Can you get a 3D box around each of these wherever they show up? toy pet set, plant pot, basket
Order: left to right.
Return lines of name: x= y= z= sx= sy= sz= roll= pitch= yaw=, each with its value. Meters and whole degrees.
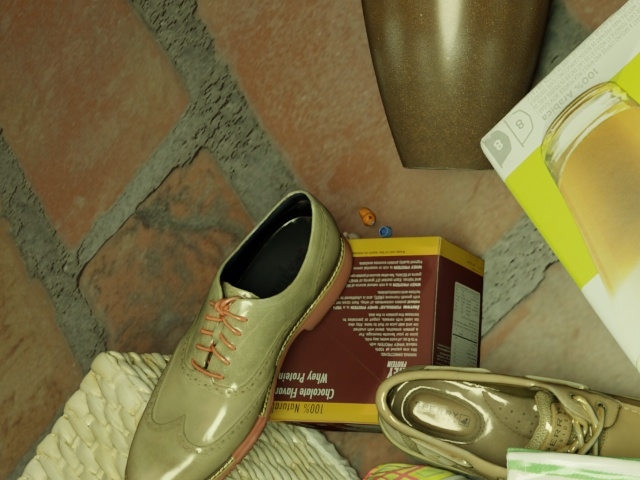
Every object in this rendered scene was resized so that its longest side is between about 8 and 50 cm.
basket: x=-0.153 y=0.331 z=1.444 sx=0.328 sy=0.266 sz=0.331 roll=-55 pitch=51 yaw=14
toy pet set: x=0.000 y=0.000 z=1.534 sx=0.114 sy=0.065 sz=0.122 roll=44 pitch=106 yaw=37
plant pot: x=0.142 y=-0.191 z=1.400 sx=0.215 sy=0.215 sz=0.231 roll=5 pitch=95 yaw=39

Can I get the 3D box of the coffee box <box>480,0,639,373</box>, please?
coffee box: x=0.408 y=-0.034 z=1.043 sx=0.337 sy=0.338 sz=0.334 roll=-44 pitch=56 yaw=22

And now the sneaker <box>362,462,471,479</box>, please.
sneaker: x=0.062 y=0.271 z=1.340 sx=0.094 sy=0.208 sz=0.082 roll=28 pitch=112 yaw=50

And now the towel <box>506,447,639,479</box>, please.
towel: x=0.263 y=0.342 z=1.085 sx=0.247 sy=0.038 sz=0.325 roll=2 pitch=90 yaw=17

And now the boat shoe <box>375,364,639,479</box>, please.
boat shoe: x=0.215 y=0.189 z=1.210 sx=0.341 sy=0.110 sz=0.122 roll=9 pitch=79 yaw=9

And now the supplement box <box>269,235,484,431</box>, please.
supplement box: x=0.060 y=0.105 z=1.401 sx=0.191 sy=0.129 sz=0.194 roll=-2 pitch=77 yaw=28

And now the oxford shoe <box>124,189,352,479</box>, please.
oxford shoe: x=-0.096 y=0.099 z=1.278 sx=0.123 sy=0.130 sz=0.348 roll=21 pitch=68 yaw=23
